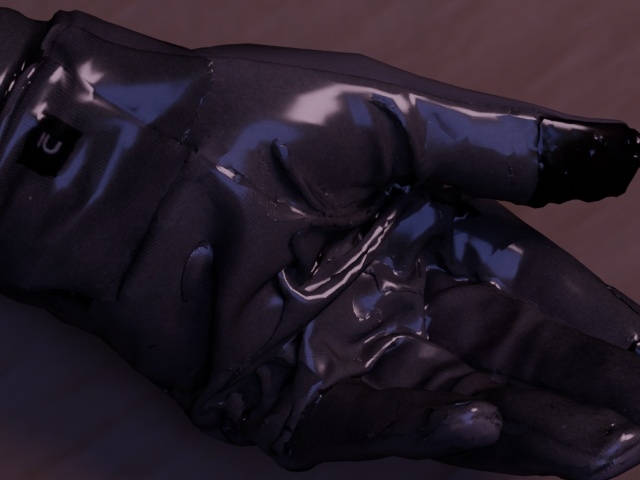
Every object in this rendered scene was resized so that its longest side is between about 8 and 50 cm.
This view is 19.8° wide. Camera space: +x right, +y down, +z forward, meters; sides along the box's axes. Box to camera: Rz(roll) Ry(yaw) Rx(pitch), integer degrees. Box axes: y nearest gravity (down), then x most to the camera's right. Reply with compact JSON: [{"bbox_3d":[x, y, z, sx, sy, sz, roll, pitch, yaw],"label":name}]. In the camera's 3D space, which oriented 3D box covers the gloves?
[{"bbox_3d":[-0.005,-0.003,0.554,0.285,0.119,0.142,25,93,0],"label":"gloves"}]
